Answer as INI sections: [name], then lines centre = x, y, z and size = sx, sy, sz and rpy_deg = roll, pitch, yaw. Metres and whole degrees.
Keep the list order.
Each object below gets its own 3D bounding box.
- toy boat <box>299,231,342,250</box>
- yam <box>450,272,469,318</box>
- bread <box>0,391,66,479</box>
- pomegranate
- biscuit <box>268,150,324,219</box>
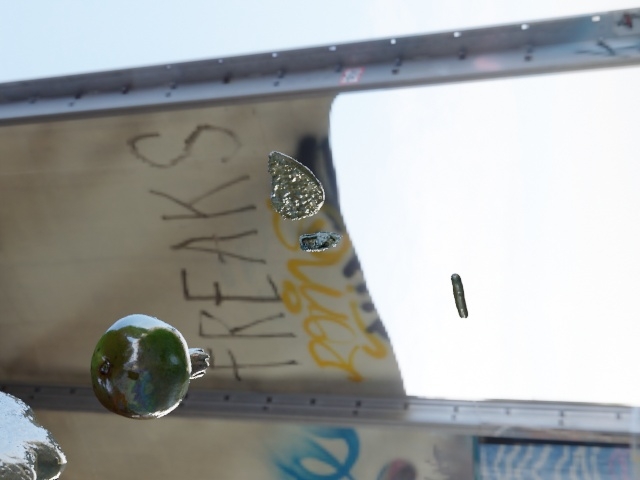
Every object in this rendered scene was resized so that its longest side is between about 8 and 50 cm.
[toy boat]
centre = 0.000, 0.000, 1.609
size = 0.038, 0.083, 0.038
rpy_deg = 171, 90, -72
[yam]
centre = 0.229, 0.092, 1.424
size = 0.116, 0.021, 0.021
rpy_deg = 68, -151, -48
[bread]
centre = -0.402, 0.256, 1.001
size = 0.337, 0.183, 0.102
rpy_deg = 19, -88, -85
[pomegranate]
centre = -0.284, 0.215, 1.473
size = 0.209, 0.180, 0.180
rpy_deg = -1, -91, -47
[biscuit]
centre = -0.058, -0.125, 2.141
size = 0.290, 0.141, 0.038
rpy_deg = 92, -166, -62
